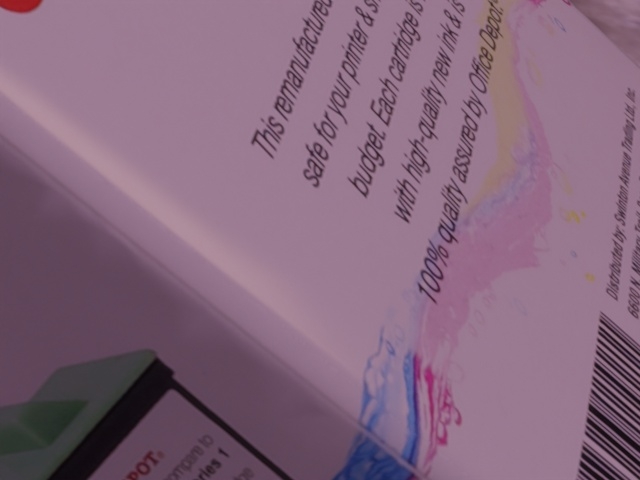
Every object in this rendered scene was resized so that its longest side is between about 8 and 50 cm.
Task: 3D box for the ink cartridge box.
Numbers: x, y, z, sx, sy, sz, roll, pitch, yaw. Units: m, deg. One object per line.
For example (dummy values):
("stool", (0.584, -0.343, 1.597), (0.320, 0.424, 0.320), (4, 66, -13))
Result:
("ink cartridge box", (-0.001, 0.011, 0.467), (0.278, 0.117, 0.201), (40, 34, -16))
